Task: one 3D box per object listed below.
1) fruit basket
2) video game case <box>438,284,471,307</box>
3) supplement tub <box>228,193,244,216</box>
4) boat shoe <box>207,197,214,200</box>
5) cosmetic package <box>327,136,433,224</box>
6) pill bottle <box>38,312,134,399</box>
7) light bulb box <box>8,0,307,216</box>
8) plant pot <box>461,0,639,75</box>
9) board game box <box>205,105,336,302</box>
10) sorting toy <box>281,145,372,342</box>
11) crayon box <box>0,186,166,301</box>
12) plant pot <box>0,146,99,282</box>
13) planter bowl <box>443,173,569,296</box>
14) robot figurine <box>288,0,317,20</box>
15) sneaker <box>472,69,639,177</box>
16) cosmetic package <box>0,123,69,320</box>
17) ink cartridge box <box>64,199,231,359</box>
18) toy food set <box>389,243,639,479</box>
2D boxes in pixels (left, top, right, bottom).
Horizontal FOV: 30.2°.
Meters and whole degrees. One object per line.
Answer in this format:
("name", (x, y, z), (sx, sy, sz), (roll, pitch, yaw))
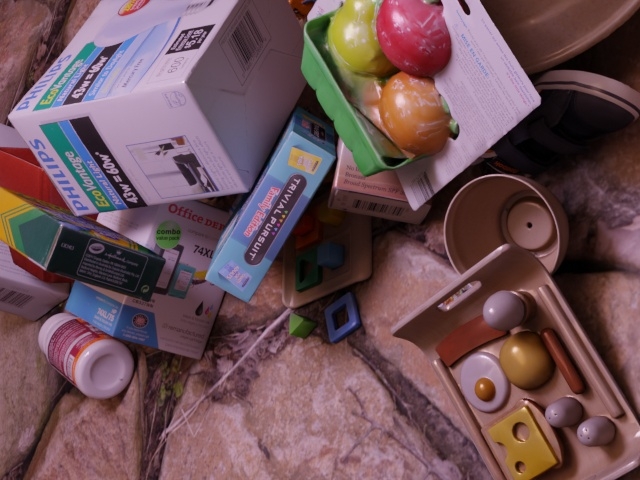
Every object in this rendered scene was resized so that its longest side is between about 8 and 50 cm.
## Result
("fruit basket", (0.124, -0.243, 1.540), (0.327, 0.165, 0.353), (60, 147, 8))
("video game case", (0.218, 0.086, 1.660), (0.122, 0.011, 0.087), (-46, 45, 27))
("supplement tub", (-0.107, -0.076, 2.072), (0.107, 0.071, 0.071), (-60, 39, 11))
("boat shoe", (-0.225, -0.159, 2.260), (0.072, 0.068, 0.190), (-56, 36, 41))
("cosmetic package", (0.109, -0.189, 1.769), (0.129, 0.153, 0.296), (109, 170, -77))
("pill bottle", (-0.464, 0.220, 2.325), (0.221, 0.121, 0.121), (24, 93, 52))
("light bulb box", (-0.250, -0.249, 1.962), (0.361, 0.225, 0.358), (-6, 39, 30))
("plant pot", (0.235, -0.434, 1.548), (0.333, 0.305, 0.334), (-26, 36, 21))
("board game box", (-0.072, -0.067, 1.866), (0.254, 0.079, 0.336), (-59, 7, 11))
("sorting toy", (0.000, 0.000, 1.929), (0.196, 0.047, 0.348), (-23, 57, 43))
("crayon box", (-0.430, -0.002, 1.996), (0.323, 0.203, 0.083), (22, 90, 50))
("plant pot", (-0.495, -0.048, 2.384), (0.267, 0.267, 0.236), (20, 106, 52))
("planter bowl", (0.258, -0.013, 1.555), (0.162, 0.109, 0.162), (8, 104, 33))
("robot figurine", (0.027, -0.540, 2.108), (0.291, 0.085, 0.211), (-43, 46, 30))
("sneaker", (0.294, -0.148, 1.586), (0.321, 0.126, 0.127), (8, 75, 62))
("cosmetic package", (-0.674, -0.045, 2.622), (0.156, 0.217, 0.385), (-31, 51, 38))
("ink cartridge box", (-0.295, 0.043, 2.140), (0.197, 0.198, 0.270), (19, 89, 52))
("toy food set", (0.235, 0.187, 1.470), (0.219, 0.092, 0.306), (-40, 67, 33))
